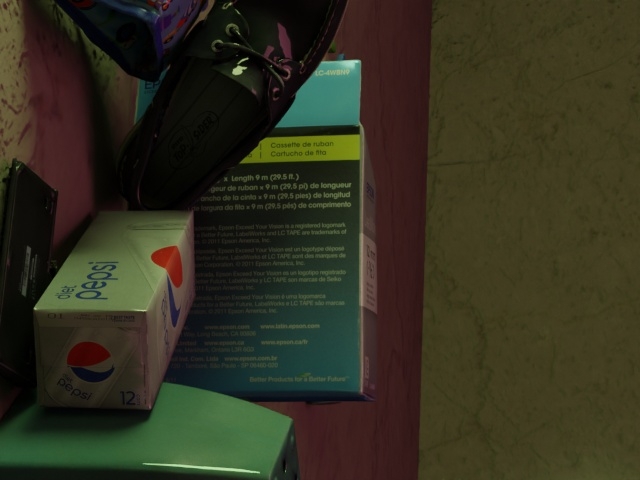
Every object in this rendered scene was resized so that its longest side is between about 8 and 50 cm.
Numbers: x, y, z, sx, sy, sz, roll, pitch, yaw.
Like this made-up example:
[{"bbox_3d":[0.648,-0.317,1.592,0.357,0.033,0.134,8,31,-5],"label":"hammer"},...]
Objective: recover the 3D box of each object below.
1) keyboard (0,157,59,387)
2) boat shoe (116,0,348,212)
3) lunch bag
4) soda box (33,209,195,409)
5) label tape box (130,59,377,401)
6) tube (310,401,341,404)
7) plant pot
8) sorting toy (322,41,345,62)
[{"bbox_3d":[-0.249,0.032,1.347,0.108,0.023,0.180,51,39,-64],"label":"keyboard"},{"bbox_3d":[-0.085,-0.152,1.541,0.127,0.340,0.113,40,17,-18],"label":"boat shoe"},{"bbox_3d":[-0.137,-0.278,1.524,0.221,0.138,0.293,-63,170,-8],"label":"lunch bag"},{"bbox_3d":[-0.176,0.054,1.422,0.286,0.098,0.091,-77,168,-72],"label":"soda box"},{"bbox_3d":[-0.068,-0.004,1.679,0.115,0.249,0.347,42,48,-75],"label":"label tape box"},{"bbox_3d":[0.000,0.159,2.562,0.080,0.052,0.207,89,-5,-81],"label":"tube"},{"bbox_3d":[-0.139,0.216,1.328,0.166,0.234,0.165,-67,153,-67],"label":"plant pot"},{"bbox_3d":[-0.003,-0.192,2.589,0.196,0.047,0.347,71,20,-46],"label":"sorting toy"}]
